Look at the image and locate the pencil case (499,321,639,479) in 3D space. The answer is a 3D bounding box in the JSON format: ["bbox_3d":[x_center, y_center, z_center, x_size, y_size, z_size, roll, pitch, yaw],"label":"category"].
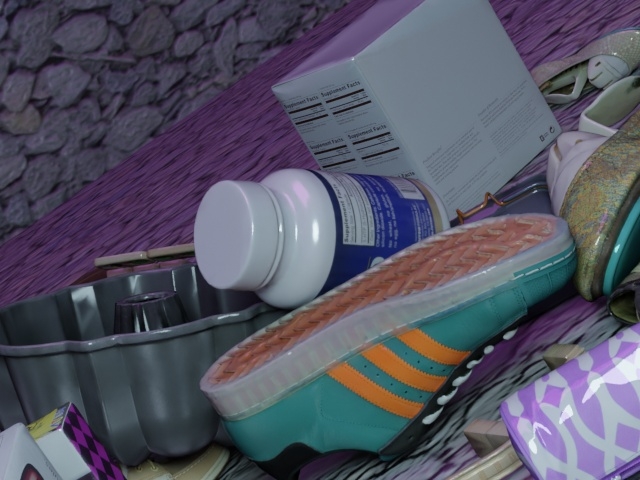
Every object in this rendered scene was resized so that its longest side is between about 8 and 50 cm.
[{"bbox_3d":[0.208,0.092,1.071,0.206,0.086,0.088,-32,48,9],"label":"pencil case"}]

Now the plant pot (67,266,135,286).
[{"bbox_3d":[-0.231,0.096,1.934,0.237,0.110,0.237,-29,15,8],"label":"plant pot"}]

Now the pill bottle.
[{"bbox_3d":[0.000,0.000,1.389,0.186,0.112,0.112,3,-9,-36],"label":"pill bottle"}]

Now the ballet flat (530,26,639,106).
[{"bbox_3d":[0.289,-0.177,1.889,0.168,0.057,0.052,-21,45,49],"label":"ballet flat"}]

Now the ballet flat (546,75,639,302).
[{"bbox_3d":[0.246,-0.064,1.409,0.123,0.123,0.348,-19,16,42],"label":"ballet flat"}]

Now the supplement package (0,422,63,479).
[{"bbox_3d":[-0.172,0.269,0.910,0.204,0.262,0.145,-31,14,5],"label":"supplement package"}]

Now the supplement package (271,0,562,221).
[{"bbox_3d":[0.099,-0.134,1.809,0.194,0.203,0.149,-41,17,-32],"label":"supplement package"}]

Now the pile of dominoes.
[{"bbox_3d":[-0.085,0.038,1.754,0.251,0.040,0.196,-8,-13,21],"label":"pile of dominoes"}]

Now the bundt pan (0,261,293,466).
[{"bbox_3d":[-0.141,0.108,1.527,0.330,0.124,0.331,-8,8,1],"label":"bundt pan"}]

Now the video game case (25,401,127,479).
[{"bbox_3d":[-0.175,0.240,1.079,0.210,0.232,0.042,-28,16,14],"label":"video game case"}]

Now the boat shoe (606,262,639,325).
[{"bbox_3d":[0.242,0.046,1.217,0.049,0.056,0.152,-39,5,-8],"label":"boat shoe"}]

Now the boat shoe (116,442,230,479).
[{"bbox_3d":[-0.154,0.209,1.483,0.170,0.059,0.063,-35,13,-20],"label":"boat shoe"}]

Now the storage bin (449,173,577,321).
[{"bbox_3d":[0.151,0.017,1.435,0.135,0.098,0.091,-30,25,11],"label":"storage bin"}]

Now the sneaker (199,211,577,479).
[{"bbox_3d":[0.066,0.085,1.309,0.302,0.121,0.108,-27,18,17],"label":"sneaker"}]

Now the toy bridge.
[{"bbox_3d":[0.124,0.137,1.208,0.188,0.026,0.063,-39,17,-24],"label":"toy bridge"}]
